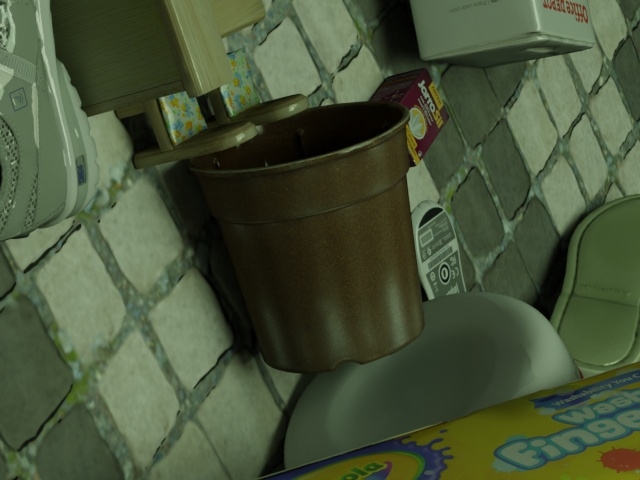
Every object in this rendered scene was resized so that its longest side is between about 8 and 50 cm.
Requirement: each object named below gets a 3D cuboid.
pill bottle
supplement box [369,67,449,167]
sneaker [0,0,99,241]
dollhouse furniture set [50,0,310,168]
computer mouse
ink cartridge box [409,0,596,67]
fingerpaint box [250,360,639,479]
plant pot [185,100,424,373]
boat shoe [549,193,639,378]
[{"bbox_3d":[0.161,0.256,1.462,0.408,0.229,0.229,57,39,-29],"label":"pill bottle"},{"bbox_3d":[0.069,-0.102,1.600,0.055,0.043,0.083,62,37,-23],"label":"supplement box"},{"bbox_3d":[-0.221,-0.122,1.122,0.115,0.105,0.281,-46,118,-51],"label":"sneaker"},{"bbox_3d":[-0.095,-0.162,1.268,0.242,0.161,0.212,-34,109,-54],"label":"dollhouse furniture set"},{"bbox_3d":[0.098,0.058,1.600,0.106,0.042,0.193,-32,113,-50],"label":"computer mouse"},{"bbox_3d":[0.146,-0.300,1.680,0.201,0.117,0.278,-8,87,-68],"label":"ink cartridge box"},{"bbox_3d":[0.174,0.295,1.253,0.444,0.163,0.371,-14,112,-21],"label":"fingerpaint box"},{"bbox_3d":[0.000,0.000,1.376,0.167,0.167,0.165,-35,117,-54],"label":"plant pot"},{"bbox_3d":[0.292,0.073,1.823,0.340,0.127,0.113,-60,159,-54],"label":"boat shoe"}]
